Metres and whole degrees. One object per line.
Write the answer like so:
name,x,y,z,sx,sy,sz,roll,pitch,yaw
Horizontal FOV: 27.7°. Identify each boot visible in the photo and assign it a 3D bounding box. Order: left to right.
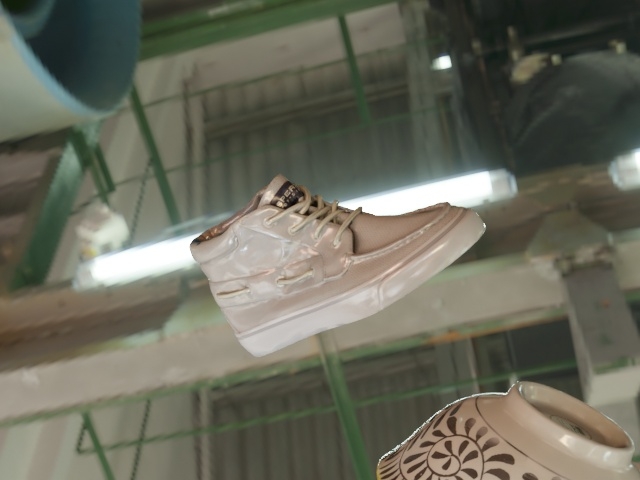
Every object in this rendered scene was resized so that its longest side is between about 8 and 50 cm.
boot,0.000,0.000,1.042,0.258,0.123,0.095,-27,-169,35

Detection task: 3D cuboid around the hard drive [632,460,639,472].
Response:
hard drive,0.420,0.349,1.384,0.203,0.040,0.307,14,-158,2

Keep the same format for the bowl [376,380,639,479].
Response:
bowl,0.124,0.131,0.725,0.170,0.080,0.170,24,-168,-5
